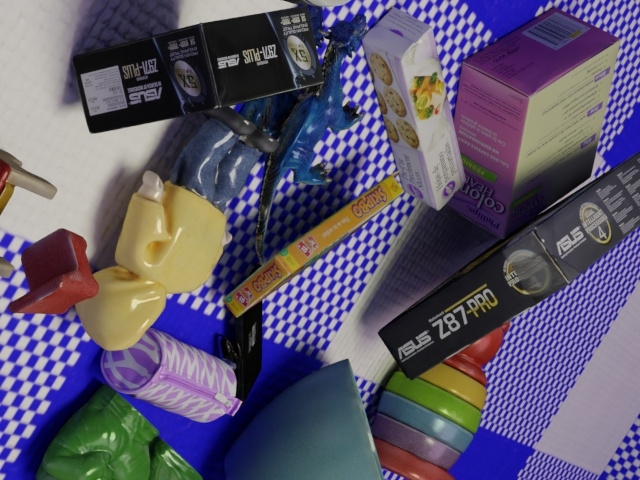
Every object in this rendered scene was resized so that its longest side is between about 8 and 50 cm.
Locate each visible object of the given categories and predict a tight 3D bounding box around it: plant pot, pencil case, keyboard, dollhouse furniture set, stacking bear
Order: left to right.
[{"bbox_3d":[-0.343,0.110,1.309,0.374,0.201,0.152,-60,151,6],"label":"dollhouse furniture set"},{"bbox_3d":[-0.170,0.158,1.735,0.086,0.088,0.206,-54,150,2],"label":"pencil case"},{"bbox_3d":[-0.104,0.122,1.872,0.100,0.038,0.192,-62,160,-46],"label":"keyboard"},{"bbox_3d":[-0.016,0.321,1.985,0.195,0.290,0.290,-16,144,1],"label":"plant pot"},{"bbox_3d":[0.183,0.224,2.279,0.289,0.175,0.164,-64,159,-8],"label":"stacking bear"}]

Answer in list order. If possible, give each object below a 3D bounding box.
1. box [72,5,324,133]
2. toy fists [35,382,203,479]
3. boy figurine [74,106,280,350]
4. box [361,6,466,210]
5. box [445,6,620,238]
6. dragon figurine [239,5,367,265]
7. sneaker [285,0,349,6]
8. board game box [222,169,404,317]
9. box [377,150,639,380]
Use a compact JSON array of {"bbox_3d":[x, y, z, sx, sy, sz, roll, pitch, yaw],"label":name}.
[{"bbox_3d":[-0.115,-0.159,1.409,0.147,0.180,0.077,-20,100,-49],"label":"box"},{"bbox_3d":[-0.232,0.282,1.754,0.142,0.096,0.279,-48,151,-12],"label":"toy fists"},{"bbox_3d":[-0.154,-0.010,1.594,0.285,0.092,0.177,-57,150,2],"label":"boy figurine"},{"bbox_3d":[0.121,-0.158,1.893,0.063,0.067,0.324,-47,150,-17],"label":"box"},{"bbox_3d":[0.290,-0.164,2.090,0.213,0.117,0.243,-33,142,-36],"label":"box"},{"bbox_3d":[-0.035,-0.125,1.667,0.289,0.085,0.144,-57,151,-1],"label":"dragon figurine"},{"bbox_3d":[-0.080,-0.348,1.364,0.126,0.127,0.321,-46,126,-29],"label":"sneaker"},{"bbox_3d":[0.000,0.000,1.817,0.259,0.039,0.124,-39,180,-44],"label":"board game box"},{"bbox_3d":[0.301,0.026,2.114,0.318,0.097,0.395,-34,178,42],"label":"box"}]
